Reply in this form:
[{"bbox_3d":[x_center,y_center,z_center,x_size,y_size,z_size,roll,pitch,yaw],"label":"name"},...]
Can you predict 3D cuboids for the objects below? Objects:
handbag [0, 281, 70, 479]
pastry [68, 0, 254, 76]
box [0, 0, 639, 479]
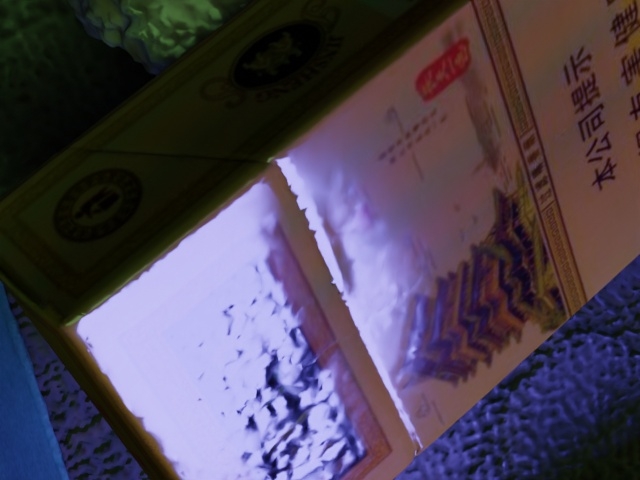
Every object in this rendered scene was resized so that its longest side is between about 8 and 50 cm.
[{"bbox_3d":[-0.153,0.140,0.476,0.100,0.274,0.268,-12,111,7],"label":"handbag"},{"bbox_3d":[-0.057,-0.181,0.489,0.103,0.112,0.265,-16,124,-23],"label":"pastry"},{"bbox_3d":[0.031,-0.019,0.528,0.274,0.076,0.174,-40,135,-14],"label":"box"}]
